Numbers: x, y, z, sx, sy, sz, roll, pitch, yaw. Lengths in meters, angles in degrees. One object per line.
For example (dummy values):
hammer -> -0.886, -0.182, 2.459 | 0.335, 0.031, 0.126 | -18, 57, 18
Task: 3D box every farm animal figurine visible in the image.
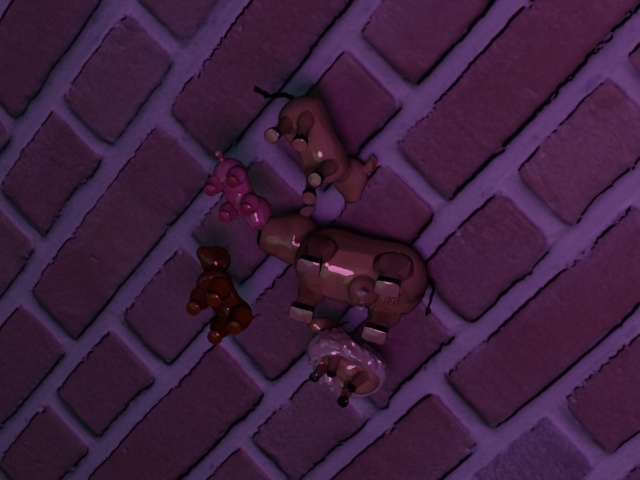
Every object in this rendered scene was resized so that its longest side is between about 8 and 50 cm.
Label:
farm animal figurine -> 0.000, 0.000, 2.264 | 0.326, 0.172, 0.330 | 31, 120, 0
